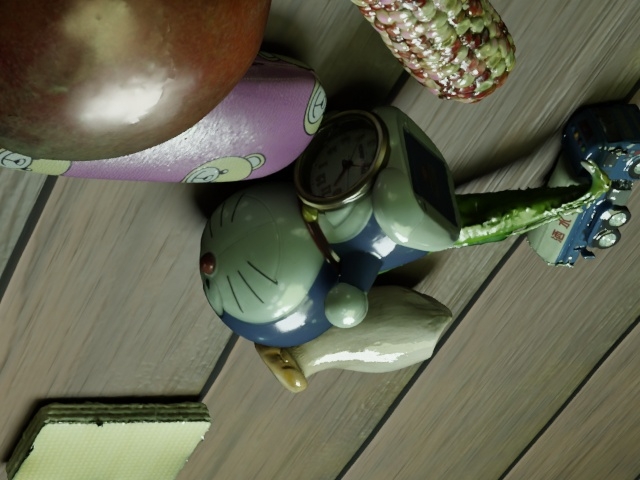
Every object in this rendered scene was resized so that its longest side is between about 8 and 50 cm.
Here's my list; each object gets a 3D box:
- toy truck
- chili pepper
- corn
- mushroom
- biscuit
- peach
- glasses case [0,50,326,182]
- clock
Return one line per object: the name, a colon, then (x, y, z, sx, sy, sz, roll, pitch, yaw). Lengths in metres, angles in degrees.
toy truck: (0.274, -0.054, 1.570, 0.088, 0.074, 0.201, -2, 140, -17)
chili pepper: (0.108, -0.013, 1.500, 0.359, 0.076, 0.085, -18, 126, 1)
corn: (0.075, -0.202, 1.231, 0.092, 0.092, 0.280, -35, 143, 12)
mushroom: (0.037, 0.102, 1.595, 0.213, 0.097, 0.088, -15, 154, -15)
biscuit: (-0.228, 0.218, 1.629, 0.199, 0.040, 0.121, 4, 138, -34)
peach: (-0.159, -0.167, 1.015, 0.252, 0.252, 0.252, -17, 144, -13)
glasses case: (-0.140, -0.106, 1.233, 0.316, 0.076, 0.123, 1, 137, -33)
clock: (0.000, 0.000, 1.366, 0.243, 0.199, 0.146, -30, 142, 24)
